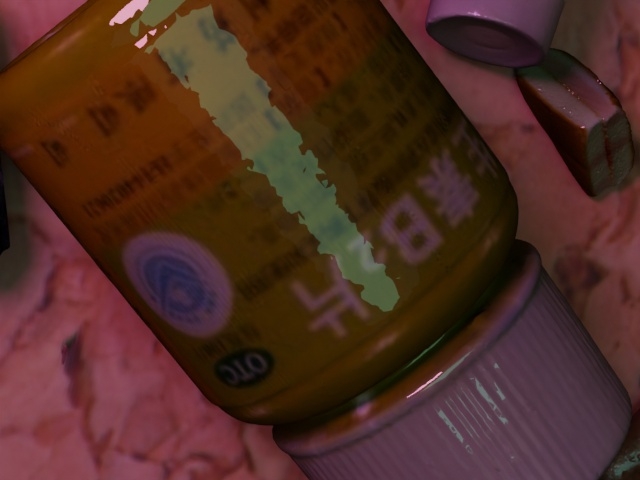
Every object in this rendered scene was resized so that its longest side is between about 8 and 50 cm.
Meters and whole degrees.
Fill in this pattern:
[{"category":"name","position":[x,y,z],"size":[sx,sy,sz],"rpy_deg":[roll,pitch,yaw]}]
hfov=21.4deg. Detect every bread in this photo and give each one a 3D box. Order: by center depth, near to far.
[{"category":"bread","position":[0.174,-0.080,1.120],"size":[0.043,0.062,0.109],"rpy_deg":[-36,98,-10]}]

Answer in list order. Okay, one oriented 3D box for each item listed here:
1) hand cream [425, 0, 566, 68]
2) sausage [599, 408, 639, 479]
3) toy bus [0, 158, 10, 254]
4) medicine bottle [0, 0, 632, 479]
[{"category":"hand cream","position":[0.143,-0.238,1.100],"size":[0.133,0.083,0.247],"rpy_deg":[19,78,-18]},{"category":"sausage","position":[0.251,0.099,1.161],"size":[0.043,0.043,0.186],"rpy_deg":[43,82,-14]},{"category":"toy bus","position":[-0.228,-0.068,1.010],"size":[0.072,0.057,0.172],"rpy_deg":[-6,94,-8]},{"category":"medicine bottle","position":[0.000,0.000,0.992],"size":[0.224,0.224,0.384],"rpy_deg":[-40,103,-10]}]
